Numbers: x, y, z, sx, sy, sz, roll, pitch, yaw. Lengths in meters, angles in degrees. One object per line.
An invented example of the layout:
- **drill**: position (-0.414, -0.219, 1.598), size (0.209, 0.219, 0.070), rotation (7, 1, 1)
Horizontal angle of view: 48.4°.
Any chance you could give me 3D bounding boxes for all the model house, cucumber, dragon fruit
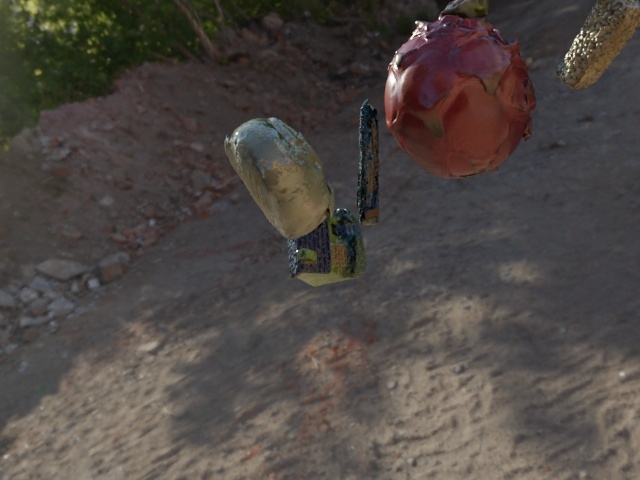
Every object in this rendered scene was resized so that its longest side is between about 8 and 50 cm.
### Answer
- **model house**: position (0.000, 0.000, 1.812), size (0.170, 0.194, 0.211), rotation (-10, -16, 22)
- **cucumber**: position (0.096, -0.157, 1.437), size (0.043, 0.256, 0.044), rotation (2, -6, -12)
- **dragon fruit**: position (0.156, -0.159, 0.798), size (0.172, 0.209, 0.172), rotation (-15, 27, 8)

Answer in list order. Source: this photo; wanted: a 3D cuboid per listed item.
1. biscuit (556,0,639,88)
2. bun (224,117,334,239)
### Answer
- **biscuit**: position (0.454, -0.325, 1.162), size (0.082, 0.168, 0.070), rotation (-9, 51, -32)
- **bun**: position (-0.064, -0.117, 1.273), size (0.141, 0.239, 0.239), rotation (-34, 18, -5)
